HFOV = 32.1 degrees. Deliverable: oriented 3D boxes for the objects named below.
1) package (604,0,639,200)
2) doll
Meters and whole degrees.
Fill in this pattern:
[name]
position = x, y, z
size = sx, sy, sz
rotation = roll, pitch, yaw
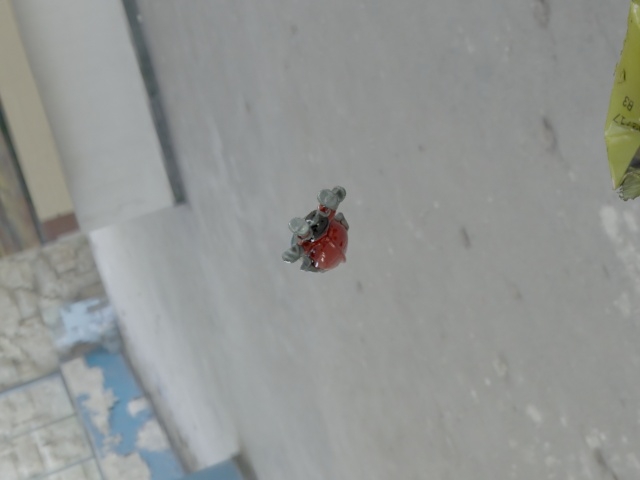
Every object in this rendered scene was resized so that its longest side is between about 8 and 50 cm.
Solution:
[package]
position = 0.249, -0.142, 0.705
size = 0.090, 0.168, 0.226
rotation = 30, 135, 24
[doll]
position = -0.001, 0.000, 0.776
size = 0.114, 0.039, 0.057
rotation = 69, -151, -71
